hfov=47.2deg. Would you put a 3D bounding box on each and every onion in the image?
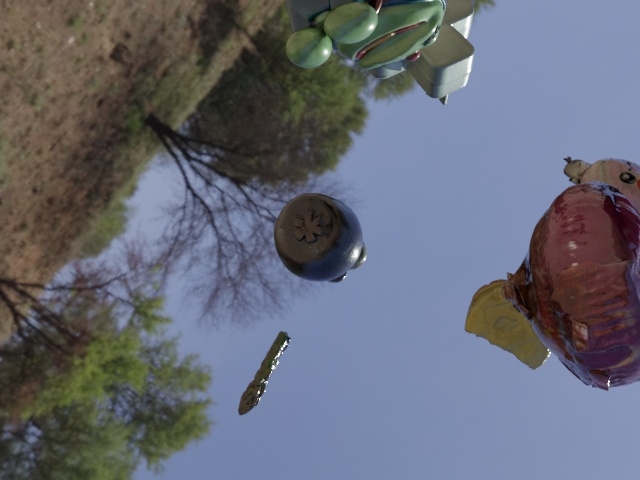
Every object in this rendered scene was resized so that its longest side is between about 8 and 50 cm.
[{"bbox_3d":[0.280,0.050,0.802,0.163,0.230,0.230,-1,-136,23],"label":"onion"}]

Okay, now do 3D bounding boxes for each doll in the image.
[{"bbox_3d":[0.073,-0.359,1.101,0.199,0.186,0.322,-20,178,33],"label":"doll"},{"bbox_3d":[0.423,-0.054,0.970,0.149,0.192,0.095,-73,178,-52],"label":"doll"}]

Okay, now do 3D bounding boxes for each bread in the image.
[{"bbox_3d":[0.325,0.132,1.212,0.125,0.156,0.086,-58,175,21],"label":"bread"}]

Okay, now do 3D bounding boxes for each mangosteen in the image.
[{"bbox_3d":[0.000,0.000,1.766,0.243,0.243,0.243,-36,-154,21],"label":"mangosteen"}]

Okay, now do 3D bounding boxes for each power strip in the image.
[{"bbox_3d":[0.192,-0.389,1.438,0.229,0.141,0.261,-26,-117,-11],"label":"power strip"}]

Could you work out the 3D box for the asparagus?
[{"bbox_3d":[-0.095,0.224,1.230,0.036,0.030,0.165,-22,-149,49],"label":"asparagus"}]
